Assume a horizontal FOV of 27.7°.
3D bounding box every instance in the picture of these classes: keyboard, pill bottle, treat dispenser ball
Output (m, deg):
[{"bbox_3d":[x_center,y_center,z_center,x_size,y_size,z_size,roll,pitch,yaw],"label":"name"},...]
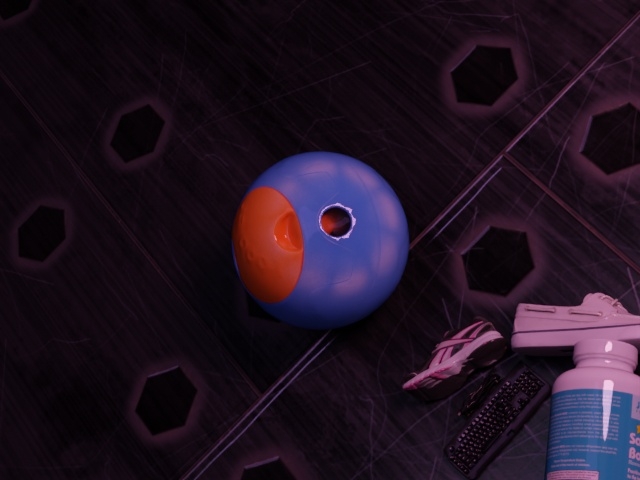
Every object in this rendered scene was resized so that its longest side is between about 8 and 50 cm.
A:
[{"bbox_3d":[0.256,0.265,1.990,0.192,0.038,0.100,-49,55,0],"label":"keyboard"},{"bbox_3d":[0.396,0.278,1.841,0.146,0.146,0.264,-2,68,28],"label":"pill bottle"},{"bbox_3d":[0.000,0.000,2.094,0.288,0.288,0.288,-11,63,24],"label":"treat dispenser ball"}]

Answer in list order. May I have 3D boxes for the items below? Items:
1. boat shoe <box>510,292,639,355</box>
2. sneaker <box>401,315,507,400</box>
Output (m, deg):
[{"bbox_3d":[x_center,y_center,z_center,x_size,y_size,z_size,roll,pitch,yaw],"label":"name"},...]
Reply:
[{"bbox_3d":[0.414,0.123,1.939,0.267,0.096,0.088,-7,70,35],"label":"boat shoe"},{"bbox_3d":[0.206,0.184,2.045,0.178,0.072,0.077,-30,44,6],"label":"sneaker"}]
